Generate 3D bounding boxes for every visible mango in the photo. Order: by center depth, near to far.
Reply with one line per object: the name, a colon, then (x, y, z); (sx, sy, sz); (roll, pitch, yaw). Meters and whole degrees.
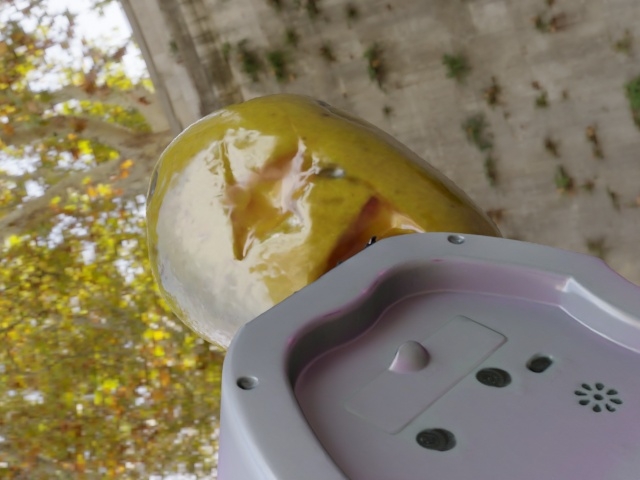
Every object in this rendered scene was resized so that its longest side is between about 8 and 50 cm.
mango: (0.000, 0.000, 0.969); (0.253, 0.365, 0.182); (-63, -28, -14)

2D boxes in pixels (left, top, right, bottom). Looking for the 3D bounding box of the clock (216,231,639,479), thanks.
clock: (0.109, 0.122, 0.599); (0.338, 0.339, 0.102); (-41, -37, -48)
